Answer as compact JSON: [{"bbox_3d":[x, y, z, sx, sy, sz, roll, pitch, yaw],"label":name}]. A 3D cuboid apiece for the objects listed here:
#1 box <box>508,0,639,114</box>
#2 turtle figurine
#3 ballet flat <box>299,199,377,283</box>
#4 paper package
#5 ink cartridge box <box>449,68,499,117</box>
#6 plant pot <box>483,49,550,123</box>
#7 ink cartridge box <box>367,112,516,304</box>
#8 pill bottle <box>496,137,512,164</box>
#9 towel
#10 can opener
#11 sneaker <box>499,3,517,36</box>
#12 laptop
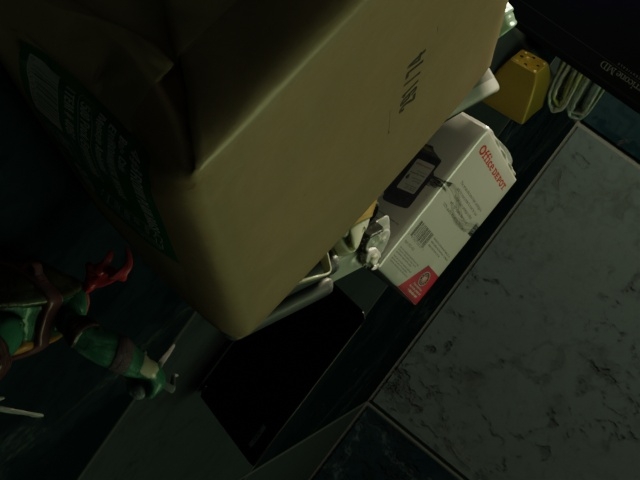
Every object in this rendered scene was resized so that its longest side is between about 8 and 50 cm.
[{"bbox_3d":[0.285,-0.275,1.131,0.184,0.261,0.103,-55,167,13],"label":"box"},{"bbox_3d":[-0.204,0.069,0.718,0.175,0.118,0.234,-13,180,23],"label":"turtle figurine"},{"bbox_3d":[0.000,0.000,1.263,0.232,0.073,0.080,-32,-176,-39],"label":"ballet flat"},{"bbox_3d":[-0.021,-0.128,0.686,0.309,0.168,0.325,-49,168,-14],"label":"paper package"},{"bbox_3d":[0.024,-0.094,1.161,0.261,0.066,0.296,-30,-179,34],"label":"ink cartridge box"},{"bbox_3d":[0.312,-0.247,1.719,0.081,0.081,0.083,-40,156,-43],"label":"plant pot"},{"bbox_3d":[0.146,-0.051,1.521,0.237,0.100,0.172,-51,149,-2],"label":"ink cartridge box"},{"bbox_3d":[0.195,-0.068,1.695,0.216,0.121,0.121,-49,167,-14],"label":"pill bottle"},{"bbox_3d":[0.490,-0.401,1.768,0.374,0.090,0.321,-58,177,-45],"label":"towel"},{"bbox_3d":[-0.019,0.032,1.325,0.280,0.093,0.074,-30,145,-39],"label":"can opener"},{"bbox_3d":[0.109,-0.241,0.863,0.094,0.151,0.256,-43,163,-27],"label":"sneaker"},{"bbox_3d":[-0.034,0.151,1.460,0.234,0.136,0.264,-52,167,4],"label":"laptop"}]
